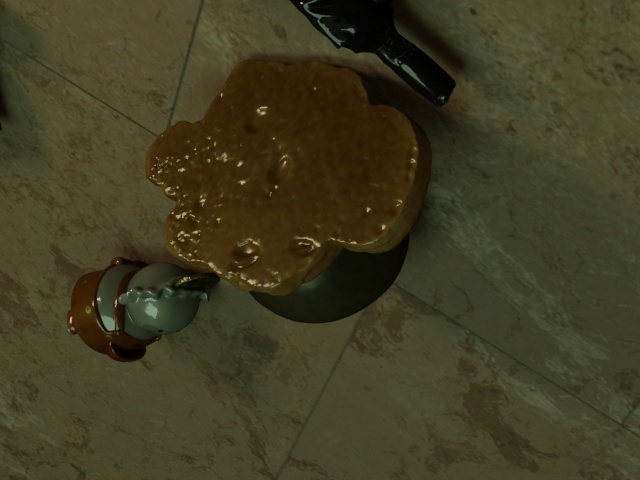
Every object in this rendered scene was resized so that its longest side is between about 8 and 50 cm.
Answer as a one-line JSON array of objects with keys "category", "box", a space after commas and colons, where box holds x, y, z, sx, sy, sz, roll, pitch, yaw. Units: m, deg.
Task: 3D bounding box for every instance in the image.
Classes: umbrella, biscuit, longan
[{"category": "umbrella", "box": [0.004, -0.255, 1.644, 0.340, 0.118, 0.118, 41, 145, -11]}, {"category": "biscuit", "box": [-0.044, -0.069, 1.776, 0.376, 0.269, 0.051, 10, 163, 35]}, {"category": "longan", "box": [0.000, 0.000, 1.867, 0.220, 0.196, 0.196, -20, 117, 47]}]

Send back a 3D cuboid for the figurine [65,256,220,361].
[{"category": "figurine", "box": [-0.246, 0.080, 2.232, 0.271, 0.143, 0.143, -36, 106, 33]}]
